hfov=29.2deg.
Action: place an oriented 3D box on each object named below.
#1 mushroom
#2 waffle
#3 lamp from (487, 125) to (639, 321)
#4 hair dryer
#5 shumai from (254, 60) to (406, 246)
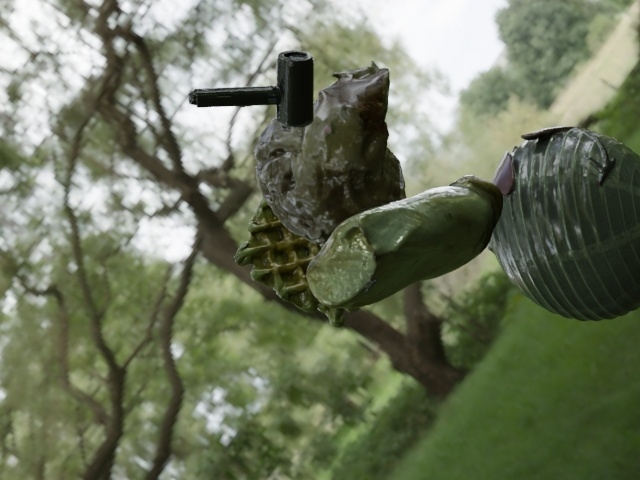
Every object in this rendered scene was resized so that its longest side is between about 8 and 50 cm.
[{"bbox_3d":[0.091,0.000,1.142,0.100,0.081,0.312,-56,-17,24],"label":"mushroom"},{"bbox_3d":[0.000,0.001,1.730,0.223,0.204,0.054,-65,7,-29],"label":"waffle"},{"bbox_3d":[0.317,-0.020,1.537,0.233,0.233,0.265,-54,-44,-4],"label":"lamp"},{"bbox_3d":[-0.046,-0.099,0.811,0.026,0.083,0.047,-111,19,-64],"label":"hair dryer"},{"bbox_3d":[0.014,-0.108,1.355,0.166,0.206,0.175,-20,-39,-17],"label":"shumai"}]
